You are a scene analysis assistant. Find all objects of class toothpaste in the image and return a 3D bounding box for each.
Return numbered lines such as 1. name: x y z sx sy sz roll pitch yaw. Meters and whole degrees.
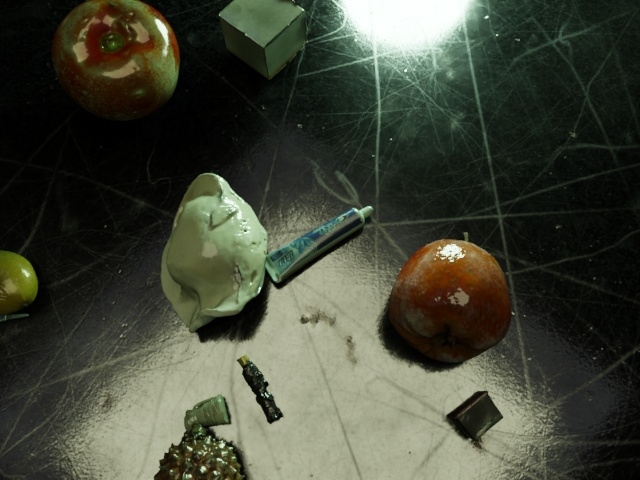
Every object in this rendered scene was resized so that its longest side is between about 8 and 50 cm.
1. toothpaste: -0.001 -0.001 1.286 0.268 0.047 0.069 -32 86 -8

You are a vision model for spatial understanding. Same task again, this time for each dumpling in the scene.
1. dumpling: -0.229 0.036 1.231 0.243 0.187 0.318 -32 59 30

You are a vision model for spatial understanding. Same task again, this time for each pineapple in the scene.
1. pineapple: -0.221 0.427 1.071 0.166 0.166 0.193 -6 63 -3

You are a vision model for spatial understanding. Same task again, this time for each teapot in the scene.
1. teapot: -0.225 0.337 1.157 0.083 0.057 0.067 -21 34 -5

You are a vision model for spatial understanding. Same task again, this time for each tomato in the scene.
1. tomato: -0.446 -0.395 1.327 0.270 0.222 0.270 2 78 -10

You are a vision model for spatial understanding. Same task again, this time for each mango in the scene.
1. mango: -0.697 0.085 1.221 0.238 0.091 0.137 2 64 6

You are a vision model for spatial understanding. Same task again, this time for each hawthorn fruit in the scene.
1. hawthorn fruit: 0.243 0.103 1.147 0.231 0.235 0.262 -10 79 -6

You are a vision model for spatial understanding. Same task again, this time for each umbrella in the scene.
1. umbrella: -0.121 0.292 1.179 0.040 0.037 0.144 -32 76 2

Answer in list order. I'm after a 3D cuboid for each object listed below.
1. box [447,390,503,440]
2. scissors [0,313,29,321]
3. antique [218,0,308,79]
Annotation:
1. box: 0.303 0.342 1.159 0.085 0.060 0.063 -34 82 -13
2. scissors: -0.649 0.160 1.236 0.083 0.006 0.036 -5 72 -3
3. antique: -0.130 -0.491 1.405 0.152 0.148 0.146 39 73 13
